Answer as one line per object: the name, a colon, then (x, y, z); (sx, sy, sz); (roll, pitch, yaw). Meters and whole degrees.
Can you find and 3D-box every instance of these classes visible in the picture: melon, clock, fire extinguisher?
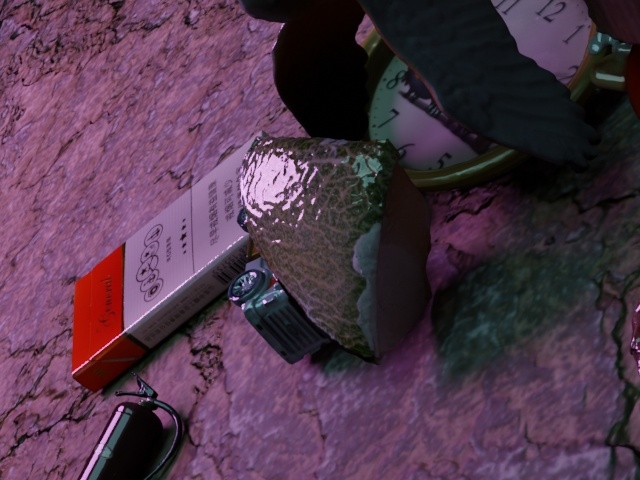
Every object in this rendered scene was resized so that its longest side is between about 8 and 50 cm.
melon: (0.024, -0.023, 1.225); (0.202, 0.093, 0.139); (54, 138, 24)
clock: (0.121, -0.120, 1.301); (0.237, 0.057, 0.237); (-23, 43, 23)
fire extinguisher: (-0.158, 0.182, 1.392); (0.078, 0.045, 0.157); (14, 65, 29)

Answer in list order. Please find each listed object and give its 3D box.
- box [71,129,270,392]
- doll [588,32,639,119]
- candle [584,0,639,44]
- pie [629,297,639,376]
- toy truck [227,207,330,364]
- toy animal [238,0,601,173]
box: (-0.125, 0.018, 1.531); (0.245, 0.035, 0.139); (-40, 32, 21)
doll: (0.254, -0.131, 1.108); (0.183, 0.085, 0.217); (-8, 43, 34)
candle: (0.271, -0.274, 1.078); (0.317, 0.131, 0.287); (-32, 30, 6)
pie: (0.242, 0.039, 0.988); (0.154, 0.036, 0.154); (-34, 34, 27)
toy truck: (0.001, 0.001, 1.334); (0.115, 0.080, 0.177); (-24, 36, 24)
toy animal: (0.078, -0.221, 1.163); (0.225, 0.302, 0.284); (11, 68, 48)
